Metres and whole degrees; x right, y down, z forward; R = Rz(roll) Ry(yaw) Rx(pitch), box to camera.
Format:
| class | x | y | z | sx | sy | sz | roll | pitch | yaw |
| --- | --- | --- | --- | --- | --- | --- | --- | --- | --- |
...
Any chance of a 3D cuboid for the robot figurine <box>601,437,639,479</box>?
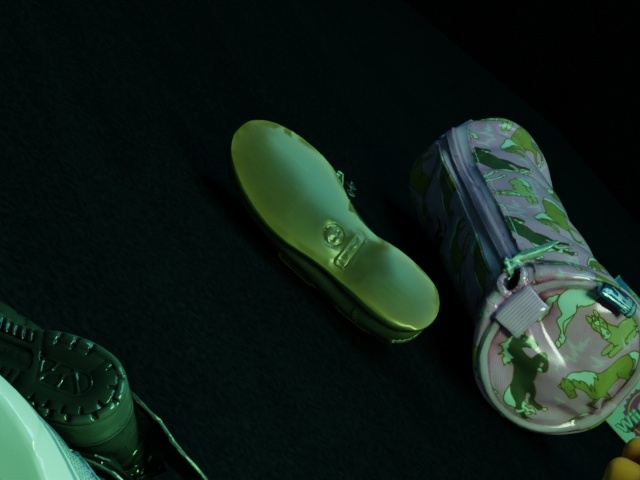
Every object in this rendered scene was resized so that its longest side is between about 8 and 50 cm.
| class | x | y | z | sx | sy | sz | roll | pitch | yaw |
| --- | --- | --- | --- | --- | --- | --- | --- | --- | --- |
| robot figurine | 0.329 | 0.241 | 1.135 | 0.219 | 0.128 | 0.158 | 27 | -10 | 24 |

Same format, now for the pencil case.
| class | x | y | z | sx | sy | sz | roll | pitch | yaw |
| --- | --- | --- | --- | --- | --- | --- | --- | --- | --- |
| pencil case | 0.186 | 0.019 | 1.356 | 0.160 | 0.167 | 0.386 | 8 | 25 | -10 |

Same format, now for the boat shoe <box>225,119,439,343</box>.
| class | x | y | z | sx | sy | sz | roll | pitch | yaw |
| --- | --- | --- | --- | --- | --- | --- | --- | --- | --- |
| boat shoe | 0.000 | 0.000 | 1.083 | 0.207 | 0.073 | 0.073 | 49 | -23 | 0 |

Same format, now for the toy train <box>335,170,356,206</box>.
| class | x | y | z | sx | sy | sz | roll | pitch | yaw |
| --- | --- | --- | --- | --- | --- | --- | --- | --- | --- |
| toy train | 0.009 | -0.030 | 1.252 | 0.036 | 0.027 | 0.158 | 33 | 17 | -7 |

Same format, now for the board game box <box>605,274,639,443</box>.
| class | x | y | z | sx | sy | sz | roll | pitch | yaw |
| --- | --- | --- | --- | --- | --- | --- | --- | --- | --- |
| board game box | 0.394 | 0.188 | 1.590 | 0.303 | 0.097 | 0.224 | 48 | 15 | 9 |

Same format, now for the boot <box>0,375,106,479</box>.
| class | x | y | z | sx | sy | sz | roll | pitch | yaw |
| --- | --- | --- | --- | --- | --- | --- | --- | --- | --- |
| boot | -0.096 | 0.115 | 0.531 | 0.190 | 0.069 | 0.086 | 55 | 8 | 3 |

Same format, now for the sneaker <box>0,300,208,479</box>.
| class | x | y | z | sx | sy | sz | roll | pitch | yaw |
| --- | --- | --- | --- | --- | --- | --- | --- | --- | --- |
| sneaker | -0.120 | 0.066 | 0.595 | 0.170 | 0.051 | 0.089 | 26 | -28 | 24 |
